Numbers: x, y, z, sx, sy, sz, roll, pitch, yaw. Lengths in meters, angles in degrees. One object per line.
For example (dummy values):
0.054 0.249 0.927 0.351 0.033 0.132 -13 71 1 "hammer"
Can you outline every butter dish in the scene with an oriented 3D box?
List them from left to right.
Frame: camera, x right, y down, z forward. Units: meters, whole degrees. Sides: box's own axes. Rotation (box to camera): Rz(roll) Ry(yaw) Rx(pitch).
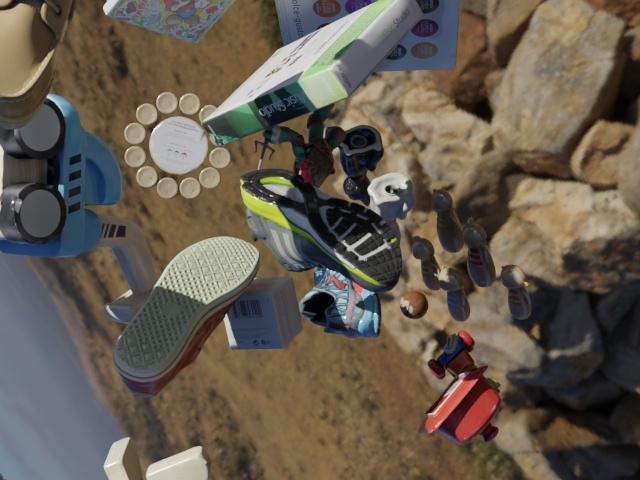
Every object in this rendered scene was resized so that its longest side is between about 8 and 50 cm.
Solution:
0.269 0.316 1.641 0.118 0.160 0.160 41 167 5 "butter dish"

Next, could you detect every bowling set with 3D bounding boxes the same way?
0.232 0.060 1.647 0.287 0.200 0.154 46 165 43 "bowling set"

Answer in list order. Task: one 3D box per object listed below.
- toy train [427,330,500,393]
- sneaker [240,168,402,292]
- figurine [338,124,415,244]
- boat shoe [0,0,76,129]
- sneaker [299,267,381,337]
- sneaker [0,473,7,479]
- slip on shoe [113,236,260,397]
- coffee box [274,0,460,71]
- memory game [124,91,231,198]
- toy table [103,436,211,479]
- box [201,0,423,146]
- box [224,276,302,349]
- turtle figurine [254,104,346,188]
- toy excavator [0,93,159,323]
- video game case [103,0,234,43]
0.300 0.264 1.835 0.143 0.105 0.248 46 177 14 "toy train"
0.000 0.000 1.337 0.300 0.111 0.121 34 138 35 "sneaker"
0.113 -0.097 1.883 0.215 0.092 0.209 60 166 27 "figurine"
-0.334 -0.277 1.012 0.110 0.122 0.341 -43 39 44 "boat shoe"
0.017 0.096 1.652 0.262 0.125 0.104 -136 45 -66 "sneaker"
-0.337 0.271 0.909 0.235 0.095 0.090 58 -167 29 "sneaker"
-0.202 0.108 1.392 0.123 0.331 0.101 25 137 12 "slip on shoe"
0.094 -0.549 1.702 0.337 0.334 0.338 78 -167 -63 "coffee box"
-0.241 -0.160 1.542 0.186 0.186 0.012 58 -179 -5 "memory game"
-0.219 0.355 1.074 0.252 0.274 0.161 -142 29 -74 "toy table"
-0.017 -0.263 1.413 0.322 0.232 0.058 -13 120 50 "box"
-0.098 0.120 1.508 0.101 0.087 0.102 -4 106 25 "box"
-0.030 -0.139 1.560 0.118 0.234 0.175 17 140 15 "turtle figurine"
-0.445 -0.046 1.684 0.222 0.445 0.432 2 92 36 "toy excavator"
-0.229 -0.443 1.571 0.227 0.206 0.026 -39 62 31 "video game case"
